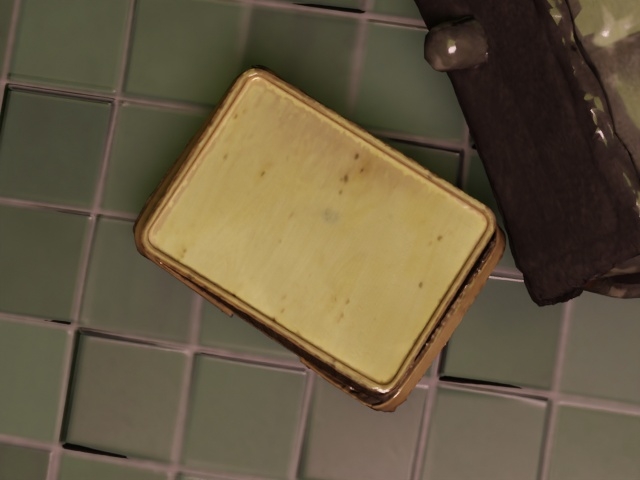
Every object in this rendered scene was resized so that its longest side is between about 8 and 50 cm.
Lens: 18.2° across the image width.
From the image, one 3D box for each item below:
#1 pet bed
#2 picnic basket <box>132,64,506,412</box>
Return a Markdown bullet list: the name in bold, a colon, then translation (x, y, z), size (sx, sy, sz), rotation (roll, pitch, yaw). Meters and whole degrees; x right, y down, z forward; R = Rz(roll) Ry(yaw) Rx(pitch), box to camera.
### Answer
- **pet bed**: translation (0.132, -0.076, 0.960), size (0.159, 0.183, 0.211), rotation (-17, 83, -5)
- **picnic basket**: translation (0.000, 0.000, 1.008), size (0.164, 0.079, 0.115), rotation (34, 83, 6)
